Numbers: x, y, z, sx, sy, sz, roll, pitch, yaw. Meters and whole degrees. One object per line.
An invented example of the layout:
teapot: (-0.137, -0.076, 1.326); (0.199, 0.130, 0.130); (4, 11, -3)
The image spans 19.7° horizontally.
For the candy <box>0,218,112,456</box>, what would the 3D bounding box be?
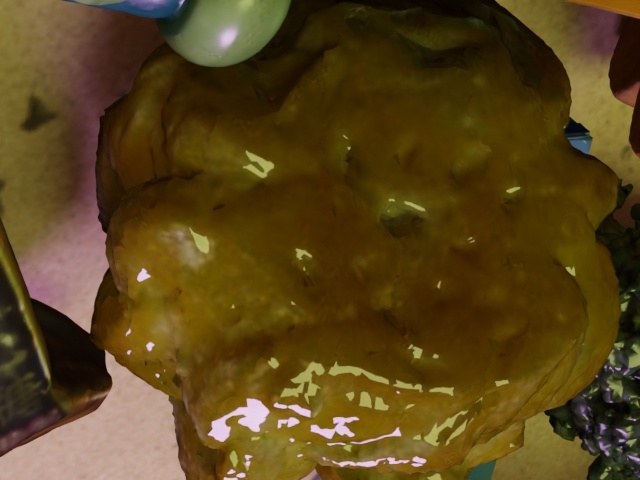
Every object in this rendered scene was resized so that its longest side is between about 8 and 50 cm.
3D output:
candy: (-0.174, -0.010, 0.763); (0.143, 0.101, 0.271); (-25, 128, -10)

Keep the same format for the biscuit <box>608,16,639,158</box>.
biscuit: (0.205, -0.149, 0.832); (0.036, 0.165, 0.250); (21, 116, -10)

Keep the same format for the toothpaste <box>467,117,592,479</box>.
toothpaste: (0.072, 0.048, 0.966); (0.053, 0.066, 0.272); (-5, 126, -27)

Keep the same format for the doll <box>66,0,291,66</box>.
doll: (-0.067, -0.206, 0.608); (0.186, 0.198, 0.322); (1, 132, -18)

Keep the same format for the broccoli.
broccoli: (0.241, 0.041, 1.016); (0.274, 0.177, 0.199); (-28, 129, -27)

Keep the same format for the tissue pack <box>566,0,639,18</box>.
tissue pack: (0.120, -0.244, 0.722); (0.194, 0.145, 0.274); (9, 119, -33)

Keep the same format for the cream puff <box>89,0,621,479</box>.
cream puff: (0.008, 0.000, 0.790); (0.244, 0.244, 0.196); (-2, 138, -29)
